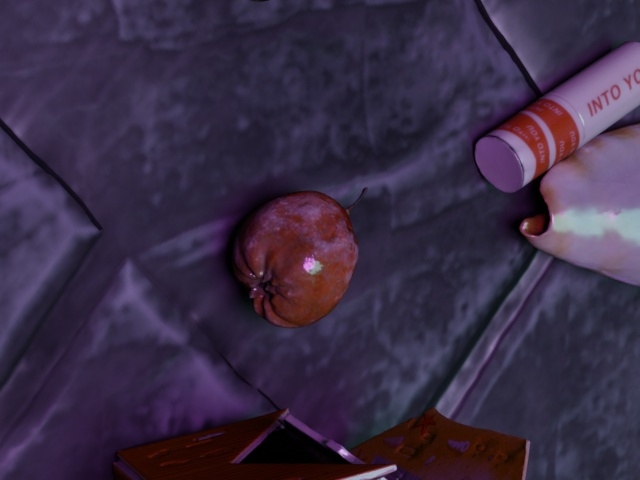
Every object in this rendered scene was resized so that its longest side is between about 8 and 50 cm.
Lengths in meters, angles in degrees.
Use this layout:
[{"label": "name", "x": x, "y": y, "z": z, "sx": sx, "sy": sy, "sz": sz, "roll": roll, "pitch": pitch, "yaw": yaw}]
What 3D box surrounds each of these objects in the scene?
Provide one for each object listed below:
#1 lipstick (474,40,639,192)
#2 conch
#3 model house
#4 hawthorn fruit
[{"label": "lipstick", "x": 0.149, "y": -0.075, "z": 1.049, "sx": 0.131, "sy": 0.038, "sz": 0.038, "roll": -34, "pitch": 122, "yaw": -30}, {"label": "conch", "x": 0.196, "y": -0.019, "z": 1.095, "sx": 0.176, "sy": 0.094, "sz": 0.104, "roll": 6, "pitch": 113, "yaw": -15}, {"label": "model house", "x": -0.026, "y": 0.133, "z": 0.877, "sx": 0.136, "sy": 0.219, "sz": 0.207, "roll": 41, "pitch": 82, "yaw": -20}, {"label": "hawthorn fruit", "x": 0.000, "y": 0.000, "z": 0.925, "sx": 0.103, "sy": 0.067, "sz": 0.067, "roll": -36, "pitch": 123, "yaw": -33}]
